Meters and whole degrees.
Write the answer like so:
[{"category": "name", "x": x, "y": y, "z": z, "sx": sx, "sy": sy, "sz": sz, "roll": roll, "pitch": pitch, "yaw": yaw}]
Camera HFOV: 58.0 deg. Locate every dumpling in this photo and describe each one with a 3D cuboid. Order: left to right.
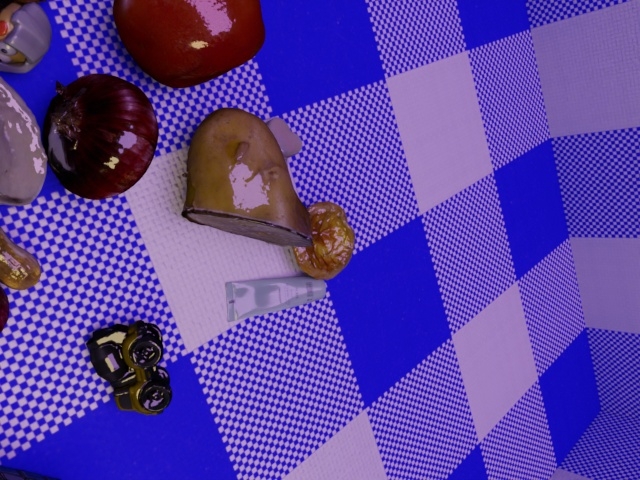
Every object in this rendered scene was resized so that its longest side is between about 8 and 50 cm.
[{"category": "dumpling", "x": -0.694, "y": -0.200, "z": 1.034, "sx": 0.395, "sy": 0.233, "sz": 0.315, "roll": 14, "pitch": 91, "yaw": -32}]

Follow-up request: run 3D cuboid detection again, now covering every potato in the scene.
[{"category": "potato", "x": -0.156, "y": -0.159, "z": 1.468, "sx": 0.397, "sy": 0.290, "sz": 0.295, "roll": 14, "pitch": 82, "yaw": -37}]

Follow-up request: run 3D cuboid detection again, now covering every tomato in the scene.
[{"category": "tomato", "x": -0.296, "y": -0.500, "z": 1.315, "sx": 0.290, "sy": 0.325, "sz": 0.293, "roll": -49, "pitch": 123, "yaw": -31}]

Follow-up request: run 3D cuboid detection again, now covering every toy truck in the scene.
[{"category": "toy truck", "x": -0.441, "y": 0.302, "z": 1.346, "sx": 0.165, "sy": 0.147, "sz": 0.224, "roll": -11, "pitch": 102, "yaw": -16}]

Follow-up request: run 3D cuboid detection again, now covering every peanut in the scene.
[{"category": "peanut", "x": -0.660, "y": 0.021, "z": 1.175, "sx": 0.206, "sy": 0.087, "sz": 0.087, "roll": 51, "pitch": 60, "yaw": -31}]

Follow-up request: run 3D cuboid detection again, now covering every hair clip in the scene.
[{"category": "hair clip", "x": -0.125, "y": -0.241, "z": 1.641, "sx": 0.159, "sy": 0.071, "sz": 0.218, "roll": -7, "pitch": 91, "yaw": -38}]

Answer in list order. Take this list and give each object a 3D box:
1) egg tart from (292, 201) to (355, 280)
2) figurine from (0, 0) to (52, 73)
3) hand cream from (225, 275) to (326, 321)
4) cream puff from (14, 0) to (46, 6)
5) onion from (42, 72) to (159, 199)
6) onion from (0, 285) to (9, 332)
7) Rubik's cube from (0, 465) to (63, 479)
[{"category": "egg tart", "x": 0.000, "y": 0.000, "z": 1.722, "sx": 0.241, "sy": 0.106, "sz": 0.240, "roll": -4, "pitch": 96, "yaw": -38}, {"category": "figurine", "x": -0.645, "y": -0.443, "z": 1.124, "sx": 0.236, "sy": 0.176, "sz": 0.133, "roll": 37, "pitch": 56, "yaw": -31}, {"category": "hand cream", "x": -0.121, "y": 0.155, "z": 1.660, "sx": 0.321, "sy": 0.067, "sz": 0.109, "roll": -6, "pitch": 96, "yaw": -35}, {"category": "cream puff", "x": -0.615, "y": -0.554, "z": 1.189, "sx": 0.126, "sy": 0.103, "sz": 0.143, "roll": -1, "pitch": 91, "yaw": -27}, {"category": "onion", "x": -0.454, "y": -0.210, "z": 1.246, "sx": 0.285, "sy": 0.273, "sz": 0.273, "roll": 41, "pitch": 63, "yaw": -62}, {"category": "onion", "x": -0.697, "y": 0.138, "z": 1.109, "sx": 0.177, "sy": 0.153, "sz": 0.177, "roll": 1, "pitch": 86, "yaw": -23}, {"category": "Rubik's cube", "x": -0.632, "y": 0.602, "z": 1.080, "sx": 0.293, "sy": 0.287, "sz": 0.291, "roll": 37, "pitch": 67, "yaw": -34}]
